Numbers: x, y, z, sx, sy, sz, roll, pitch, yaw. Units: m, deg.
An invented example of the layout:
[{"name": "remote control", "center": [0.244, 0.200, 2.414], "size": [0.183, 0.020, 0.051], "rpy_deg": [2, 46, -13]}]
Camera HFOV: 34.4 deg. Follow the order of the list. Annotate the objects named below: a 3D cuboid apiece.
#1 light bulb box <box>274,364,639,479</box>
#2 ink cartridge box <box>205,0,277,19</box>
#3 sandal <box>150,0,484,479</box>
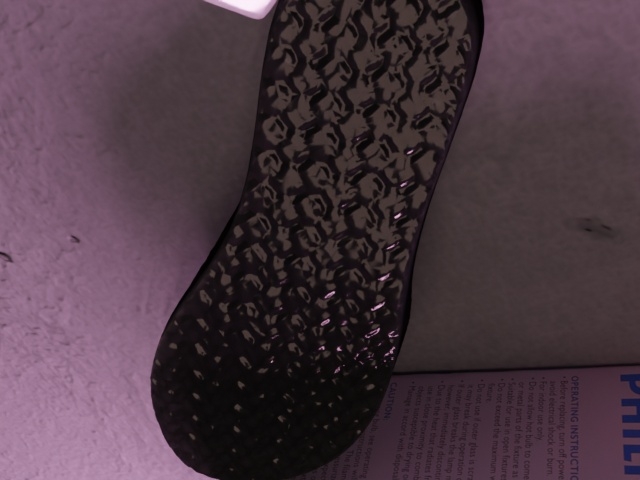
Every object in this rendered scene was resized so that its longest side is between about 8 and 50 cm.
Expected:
[{"name": "light bulb box", "center": [0.134, 0.308, 0.885], "size": [0.360, 0.225, 0.358], "rpy_deg": [-4, 129, 17]}, {"name": "ink cartridge box", "center": [-0.084, -0.271, 0.443], "size": [0.330, 0.072, 0.324], "rpy_deg": [14, 139, -33]}, {"name": "sandal", "center": [0.003, 0.000, 0.735], "size": [0.167, 0.107, 0.446], "rpy_deg": [23, 120, 1]}]
